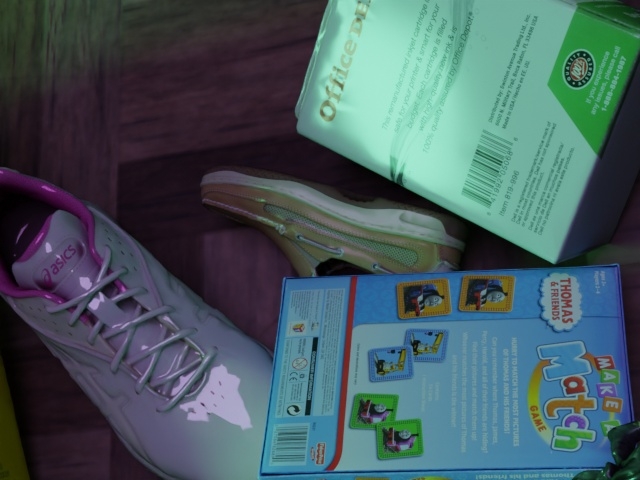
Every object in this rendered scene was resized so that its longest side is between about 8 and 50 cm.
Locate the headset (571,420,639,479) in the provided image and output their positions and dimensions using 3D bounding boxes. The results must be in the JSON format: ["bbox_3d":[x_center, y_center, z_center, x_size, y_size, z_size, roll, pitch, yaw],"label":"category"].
[{"bbox_3d":[0.306,0.220,0.737,0.394,0.185,0.243,34,73,-1],"label":"headset"}]

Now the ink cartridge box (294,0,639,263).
[{"bbox_3d":[0.103,-0.100,0.953,0.208,0.087,0.153,29,113,26],"label":"ink cartridge box"}]

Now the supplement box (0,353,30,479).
[{"bbox_3d":[-0.339,0.059,0.962,0.194,0.195,0.356,-15,85,13],"label":"supplement box"}]

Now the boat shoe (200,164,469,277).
[{"bbox_3d":[0.000,0.000,0.999,0.190,0.068,0.072,14,86,24],"label":"boat shoe"}]

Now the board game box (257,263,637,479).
[{"bbox_3d":[0.077,0.085,0.897,0.211,0.039,0.160,-3,43,9],"label":"board game box"}]

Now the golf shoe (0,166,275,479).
[{"bbox_3d":[-0.130,0.059,0.975,0.306,0.140,0.115,36,83,29],"label":"golf shoe"}]
